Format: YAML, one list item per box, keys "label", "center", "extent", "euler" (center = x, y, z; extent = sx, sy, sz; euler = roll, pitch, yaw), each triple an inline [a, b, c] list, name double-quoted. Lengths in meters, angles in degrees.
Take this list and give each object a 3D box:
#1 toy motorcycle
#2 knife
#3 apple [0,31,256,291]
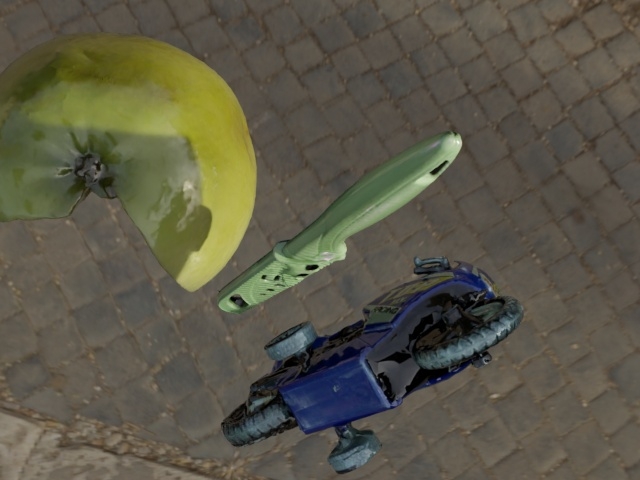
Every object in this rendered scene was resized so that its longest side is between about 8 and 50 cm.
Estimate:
- label: "toy motorcycle"
  center: [0.045, 0.092, 0.718]
  extent: [0.169, 0.315, 0.113]
  euler: [-34, 94, -49]
- label: "knife"
  center: [0.000, 0.002, 0.534]
  extent: [0.043, 0.293, 0.019]
  euler: [7, 68, -27]
- label: "apple"
  center: [-0.201, -0.097, 0.926]
  extent: [0.295, 0.258, 0.233]
  euler: [23, 92, -5]
